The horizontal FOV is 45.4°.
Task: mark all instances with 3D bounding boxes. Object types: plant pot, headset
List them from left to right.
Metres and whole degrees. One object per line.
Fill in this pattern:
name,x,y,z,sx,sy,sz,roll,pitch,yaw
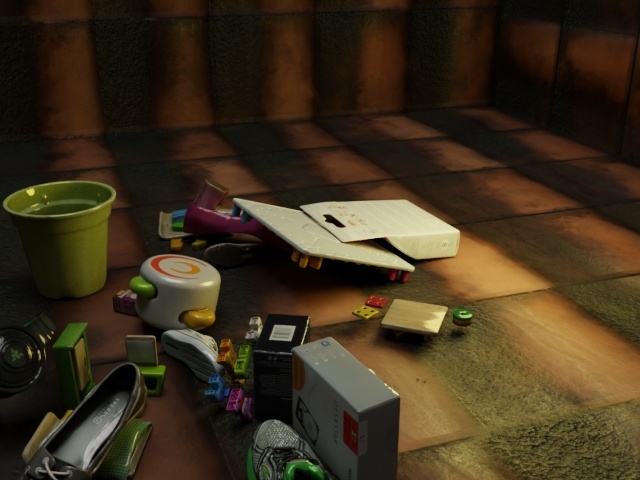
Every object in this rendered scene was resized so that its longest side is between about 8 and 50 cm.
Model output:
headset,-0.648,0.239,1.422,0.243,0.185,0.394,-36,13,13
plant pot,-0.663,0.006,1.999,0.276,0.254,0.276,0,22,0

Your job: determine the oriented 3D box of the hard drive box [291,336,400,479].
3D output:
hard drive box,0.041,0.309,1.373,0.089,0.181,0.232,-13,25,-28

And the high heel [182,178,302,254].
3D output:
high heel,-0.228,-0.017,2.289,0.377,0.181,0.127,33,16,12

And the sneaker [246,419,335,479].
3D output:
sneaker,-0.030,0.387,1.228,0.134,0.146,0.343,-8,23,-19

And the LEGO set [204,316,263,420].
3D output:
LEGO set,-0.166,0.276,1.557,0.087,0.093,0.227,-9,42,21

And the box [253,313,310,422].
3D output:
box,-0.075,0.253,1.532,0.093,0.158,0.156,3,22,7

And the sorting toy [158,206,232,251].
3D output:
sorting toy,-0.392,-0.046,2.401,0.229,0.041,0.307,-4,23,-9

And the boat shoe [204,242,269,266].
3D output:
boat shoe,-0.244,0.038,2.188,0.190,0.068,0.072,1,8,-26

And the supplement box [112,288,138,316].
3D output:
supplement box,-0.469,0.155,1.914,0.083,0.043,0.055,9,25,21

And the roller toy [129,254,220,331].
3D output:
roller toy,-0.340,0.131,1.835,0.209,0.146,0.191,13,17,1

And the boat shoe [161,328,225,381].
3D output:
boat shoe,-0.262,0.235,1.670,0.076,0.083,0.226,-19,29,-37

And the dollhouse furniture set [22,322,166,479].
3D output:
dollhouse furniture set,-0.419,0.294,1.440,0.197,0.151,0.301,1,23,2

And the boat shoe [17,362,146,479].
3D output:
boat shoe,-0.408,0.339,1.287,0.112,0.095,0.335,25,45,8

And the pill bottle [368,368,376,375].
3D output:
pill bottle,0.085,0.300,1.570,0.043,0.043,0.083,8,23,18

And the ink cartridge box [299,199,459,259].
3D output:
ink cartridge box,0.167,-0.030,2.266,0.385,0.091,0.308,-5,23,-25

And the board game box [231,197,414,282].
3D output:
board game box,0.000,0.000,2.098,0.390,0.050,0.390,10,15,-39

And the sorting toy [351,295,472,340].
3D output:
sorting toy,0.215,0.195,1.822,0.274,0.046,0.132,8,24,17
